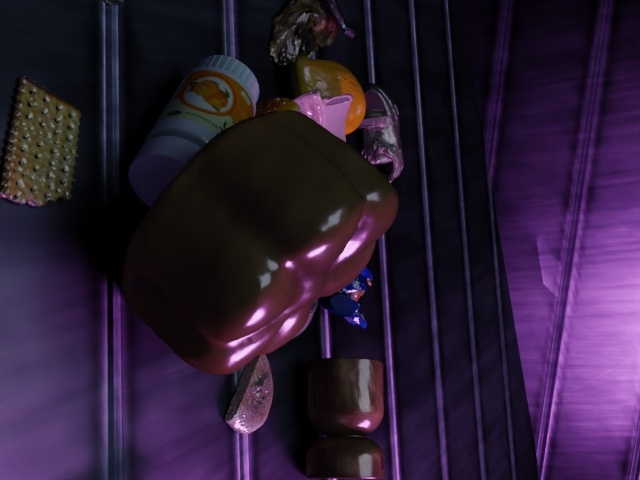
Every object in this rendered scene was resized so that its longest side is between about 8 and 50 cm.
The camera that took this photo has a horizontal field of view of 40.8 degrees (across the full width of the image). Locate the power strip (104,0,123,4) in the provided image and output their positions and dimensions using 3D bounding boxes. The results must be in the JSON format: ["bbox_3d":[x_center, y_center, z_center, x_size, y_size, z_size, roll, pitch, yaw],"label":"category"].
[{"bbox_3d":[-0.378,-0.488,1.532,0.051,0.019,0.136,1,82,-61],"label":"power strip"}]

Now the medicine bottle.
[{"bbox_3d":[-0.224,-0.203,1.602,0.158,0.158,0.318,60,34,-36],"label":"medicine bottle"}]

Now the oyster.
[{"bbox_3d":[-0.035,-0.507,2.134,0.294,0.094,0.166,-60,144,-41],"label":"oyster"}]

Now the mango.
[{"bbox_3d":[0.018,-0.362,2.150,0.317,0.119,0.176,25,80,-56],"label":"mango"}]

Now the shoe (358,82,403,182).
[{"bbox_3d":[0.165,-0.285,2.421,0.149,0.109,0.293,-65,143,-55],"label":"shoe"}]

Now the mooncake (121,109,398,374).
[{"bbox_3d":[-0.097,0.012,1.462,0.262,0.467,0.467,42,25,13],"label":"mooncake"}]

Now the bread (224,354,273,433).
[{"bbox_3d":[-0.131,0.326,1.772,0.112,0.036,0.193,63,33,-34],"label":"bread"}]

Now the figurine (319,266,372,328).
[{"bbox_3d":[0.059,0.120,2.123,0.262,0.121,0.164,50,45,-72],"label":"figurine"}]

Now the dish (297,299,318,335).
[{"bbox_3d":[-0.067,0.114,1.897,0.228,0.086,0.236,55,37,-41],"label":"dish"}]

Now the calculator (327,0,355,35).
[{"bbox_3d":[0.039,-0.607,2.240,0.165,0.028,0.274,63,10,-6],"label":"calculator"}]

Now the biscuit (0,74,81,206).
[{"bbox_3d":[-0.431,-0.141,1.339,0.144,0.016,0.203,31,55,-56],"label":"biscuit"}]

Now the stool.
[{"bbox_3d":[0.056,0.406,1.956,0.179,0.179,0.264,28,59,-58],"label":"stool"}]

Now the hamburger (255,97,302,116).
[{"bbox_3d":[-0.126,-0.217,1.782,0.210,0.173,0.116,-48,114,-42],"label":"hamburger"}]

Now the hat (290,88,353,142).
[{"bbox_3d":[-0.018,-0.264,2.043,0.226,0.164,0.219,-46,142,-67],"label":"hat"}]
